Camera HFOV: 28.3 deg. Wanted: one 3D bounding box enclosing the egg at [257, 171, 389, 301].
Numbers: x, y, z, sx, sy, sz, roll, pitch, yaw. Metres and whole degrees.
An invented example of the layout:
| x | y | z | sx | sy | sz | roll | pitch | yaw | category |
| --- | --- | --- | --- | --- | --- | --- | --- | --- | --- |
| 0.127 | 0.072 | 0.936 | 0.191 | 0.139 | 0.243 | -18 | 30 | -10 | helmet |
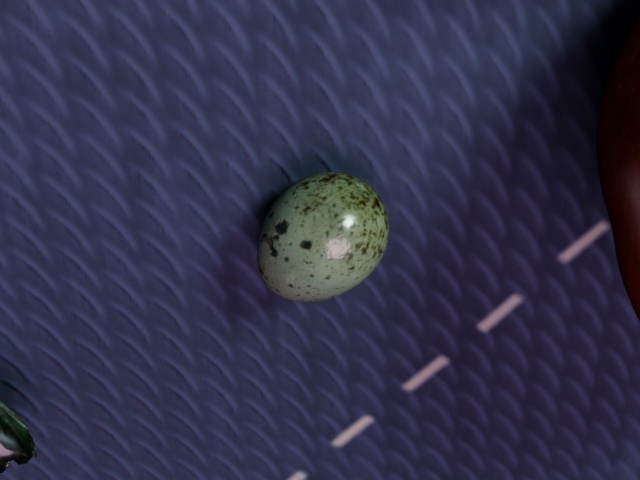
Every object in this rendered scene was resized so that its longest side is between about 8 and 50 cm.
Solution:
| x | y | z | sx | sy | sz | roll | pitch | yaw | category |
| --- | --- | --- | --- | --- | --- | --- | --- | --- | --- |
| 0.000 | 0.000 | 0.902 | 0.085 | 0.085 | 0.110 | 20 | 129 | -26 | egg |

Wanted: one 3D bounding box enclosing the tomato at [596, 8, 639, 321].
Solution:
| x | y | z | sx | sy | sz | roll | pitch | yaw | category |
| --- | --- | --- | --- | --- | --- | --- | --- | --- | --- |
| 0.333 | -0.046 | 0.817 | 0.290 | 0.293 | 0.325 | -17 | 138 | 21 | tomato |

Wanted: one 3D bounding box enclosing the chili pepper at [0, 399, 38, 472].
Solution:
| x | y | z | sx | sy | sz | roll | pitch | yaw | category |
| --- | --- | --- | --- | --- | --- | --- | --- | --- | --- |
| -0.343 | 0.171 | 0.968 | 0.265 | 0.116 | 0.148 | -26 | 118 | 9 | chili pepper |
